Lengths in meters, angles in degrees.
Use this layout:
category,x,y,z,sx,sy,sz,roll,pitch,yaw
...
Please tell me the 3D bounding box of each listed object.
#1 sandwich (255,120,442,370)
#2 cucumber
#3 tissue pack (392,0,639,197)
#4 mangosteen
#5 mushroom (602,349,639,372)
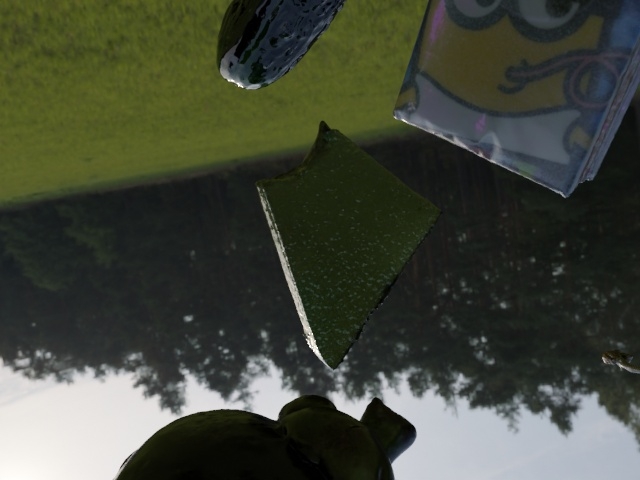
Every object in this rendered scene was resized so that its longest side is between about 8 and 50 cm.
category,x,y,z,sx,sy,sz,roll,pitch,yaw
sandwich,0.000,0.000,0.863,0.245,0.212,0.063,-55,-165,-6
cucumber,0.006,-0.193,0.429,0.074,0.074,0.241,-21,151,-55
tissue pack,0.113,-0.117,0.359,0.115,0.155,0.065,31,-149,28
mangosteen,-0.040,0.240,0.539,0.233,0.287,0.287,3,-168,25
mushroom,0.402,0.144,0.645,0.286,0.026,0.028,11,-133,47
